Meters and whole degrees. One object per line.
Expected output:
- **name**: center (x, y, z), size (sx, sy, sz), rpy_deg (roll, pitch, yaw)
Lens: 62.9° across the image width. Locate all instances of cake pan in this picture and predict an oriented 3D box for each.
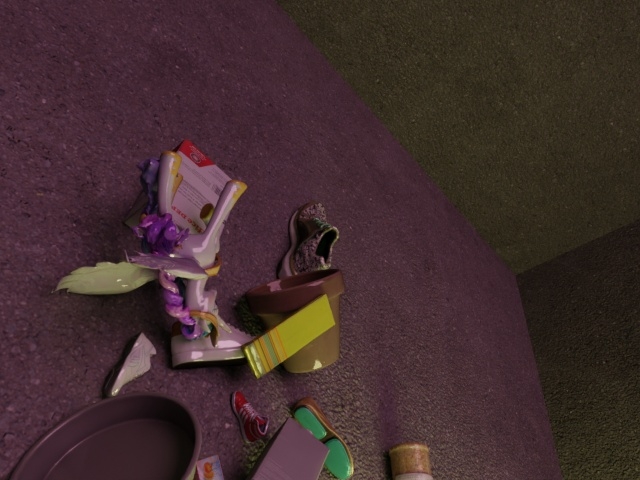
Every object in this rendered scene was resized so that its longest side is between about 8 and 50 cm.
- **cake pan**: center (-0.325, 0.357, 0.810), size (0.293, 0.293, 0.054), rpy_deg (-59, 146, -57)

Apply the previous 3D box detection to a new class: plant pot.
- **plant pot**: center (-0.047, 0.214, 1.380), size (0.263, 0.263, 0.229), rpy_deg (-21, 99, -59)

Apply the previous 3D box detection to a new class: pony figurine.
- **pony figurine**: center (-0.300, 0.019, 1.055), size (0.351, 0.302, 0.363), rpy_deg (22, 65, -49)

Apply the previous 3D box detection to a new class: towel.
- **towel**: center (-0.070, 0.220, 1.222), size (0.237, 0.021, 0.102), rpy_deg (-31, 124, -25)

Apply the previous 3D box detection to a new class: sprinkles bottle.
- **sprinkles bottle**: center (0.265, 0.747, 1.433), size (0.121, 0.121, 0.355), rpy_deg (34, 38, -35)

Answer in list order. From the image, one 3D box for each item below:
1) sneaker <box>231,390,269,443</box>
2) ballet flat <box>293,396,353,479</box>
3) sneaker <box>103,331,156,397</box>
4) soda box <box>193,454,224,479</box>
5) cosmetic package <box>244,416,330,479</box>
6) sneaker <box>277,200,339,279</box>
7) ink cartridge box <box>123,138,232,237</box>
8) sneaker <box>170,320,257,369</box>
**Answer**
- **sneaker**: center (-0.158, 0.393, 1.190), size (0.042, 0.067, 0.118), rpy_deg (1, 62, -56)
- **ballet flat**: center (0.017, 0.499, 1.345), size (0.232, 0.080, 0.073), rpy_deg (58, 15, -3)
- **sneaker**: center (-0.368, 0.249, 1.029), size (0.061, 0.053, 0.152), rpy_deg (49, 31, -21)
- **soda box**: center (-0.213, 0.515, 1.004), size (0.058, 0.063, 0.183), rpy_deg (7, 58, -51)
- **cosmetic package**: center (-0.079, 0.498, 1.108), size (0.127, 0.107, 0.238), rpy_deg (39, 16, 6)
- **sneaker**: center (0.000, 0.000, 1.660), size (0.158, 0.182, 0.410), rpy_deg (42, 34, -26)
- **ink cartridge box**: center (-0.338, -0.093, 1.319), size (0.197, 0.114, 0.273), rpy_deg (43, 33, -25)
- **sneaker**: center (-0.214, 0.226, 1.220), size (0.290, 0.106, 0.123), rpy_deg (14, 55, -49)
